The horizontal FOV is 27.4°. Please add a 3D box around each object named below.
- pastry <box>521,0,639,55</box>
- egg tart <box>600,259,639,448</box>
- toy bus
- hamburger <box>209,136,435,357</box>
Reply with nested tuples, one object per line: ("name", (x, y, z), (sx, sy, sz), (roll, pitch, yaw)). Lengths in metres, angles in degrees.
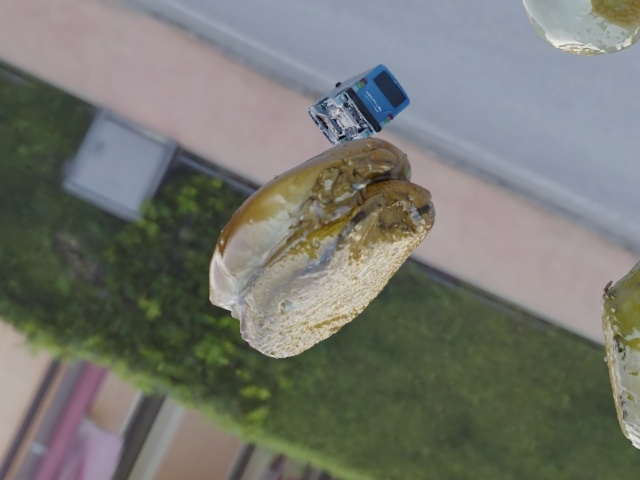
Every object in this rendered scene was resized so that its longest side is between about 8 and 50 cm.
("pastry", (0.274, -0.261, 1.306), (0.156, 0.156, 0.092), (27, 176, -21))
("egg tart", (0.404, 0.138, 1.541), (0.132, 0.341, 0.341), (-7, 167, 8))
("toy bus", (0.061, -0.218, 2.141), (0.090, 0.106, 0.185), (51, 162, -11))
("hamburger", (0.000, 0.000, 1.671), (0.170, 0.314, 0.290), (49, -140, 16))
